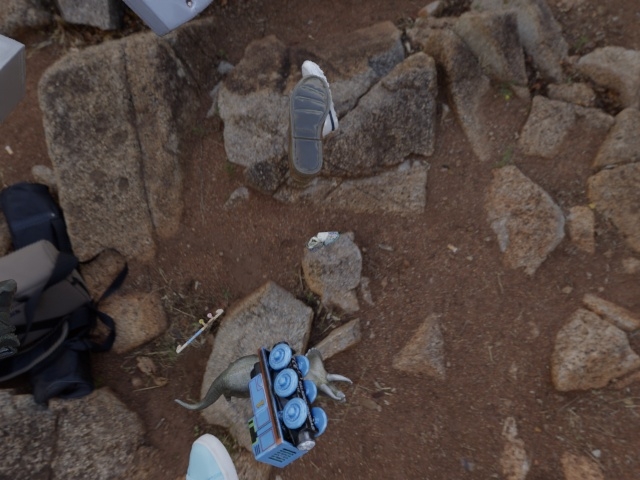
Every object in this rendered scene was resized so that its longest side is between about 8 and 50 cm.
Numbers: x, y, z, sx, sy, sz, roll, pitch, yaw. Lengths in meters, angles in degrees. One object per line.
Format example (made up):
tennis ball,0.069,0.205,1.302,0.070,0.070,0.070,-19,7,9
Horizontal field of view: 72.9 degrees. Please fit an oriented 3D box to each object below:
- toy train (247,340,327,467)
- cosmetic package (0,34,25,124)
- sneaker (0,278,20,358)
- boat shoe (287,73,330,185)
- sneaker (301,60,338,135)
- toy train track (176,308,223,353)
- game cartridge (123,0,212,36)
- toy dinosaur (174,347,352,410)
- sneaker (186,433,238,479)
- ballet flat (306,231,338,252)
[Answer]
toy train,-0.062,0.245,0.669,0.105,0.080,0.184,-36,42,10
cosmetic package,-0.598,-0.243,0.724,0.107,0.127,0.238,22,49,-18
sneaker,-0.721,0.179,0.956,0.087,0.227,0.130,-20,118,-9
boat shoe,-0.044,-0.297,1.167,0.110,0.104,0.308,12,71,-11
sneaker,-0.019,-0.437,1.357,0.094,0.090,0.235,-26,118,-10
toy train track,-0.173,0.125,0.611,0.014,0.048,0.083,44,62,3
game cartridge,-0.212,-0.451,0.621,0.196,0.060,0.294,40,63,-39
toy dinosaur,-0.110,0.253,0.817,0.313,0.160,0.121,4,57,-8
sneaker,-0.273,0.641,0.974,0.135,0.150,0.366,-6,86,31
ballet flat,0.000,0.000,1.164,0.041,0.114,0.041,21,55,-33
